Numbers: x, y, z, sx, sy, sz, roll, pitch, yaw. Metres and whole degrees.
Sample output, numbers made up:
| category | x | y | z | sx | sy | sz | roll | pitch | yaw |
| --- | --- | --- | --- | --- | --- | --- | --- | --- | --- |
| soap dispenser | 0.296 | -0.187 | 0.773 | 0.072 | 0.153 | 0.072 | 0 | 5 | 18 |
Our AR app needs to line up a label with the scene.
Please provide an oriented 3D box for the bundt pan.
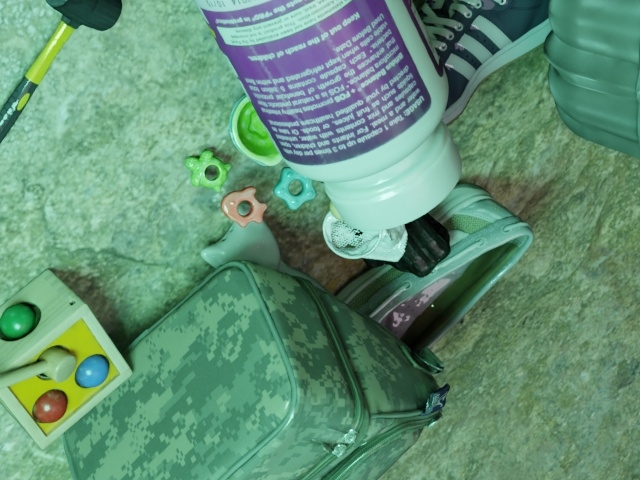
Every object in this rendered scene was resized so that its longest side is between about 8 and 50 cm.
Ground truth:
| category | x | y | z | sx | sy | sz | roll | pitch | yaw |
| --- | --- | --- | --- | --- | --- | --- | --- | --- | --- |
| bundt pan | 0.319 | -0.246 | 1.660 | 0.331 | 0.124 | 0.331 | -45 | 142 | -52 |

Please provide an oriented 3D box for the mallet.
| category | x | y | z | sx | sy | sz | roll | pitch | yaw |
| --- | --- | --- | --- | --- | --- | --- | --- | --- | --- |
| mallet | -0.243 | -0.144 | 1.355 | 0.190 | 0.039 | 0.062 | -50 | 140 | 3 |

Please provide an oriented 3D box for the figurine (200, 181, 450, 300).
| category | x | y | z | sx | sy | sz | roll | pitch | yaw |
| --- | --- | --- | --- | --- | --- | --- | --- | --- | --- |
| figurine | 0.000 | 0.000 | 1.646 | 0.215 | 0.092 | 0.209 | -47 | 130 | -7 |

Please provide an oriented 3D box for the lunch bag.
| category | x | y | z | sx | sy | sz | roll | pitch | yaw |
| --- | --- | --- | --- | --- | --- | --- | --- | --- | --- |
| lunch bag | -0.053 | 0.188 | 1.574 | 0.305 | 0.212 | 0.256 | -45 | 142 | 21 |

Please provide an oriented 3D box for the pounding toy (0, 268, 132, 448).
| category | x | y | z | sx | sy | sz | roll | pitch | yaw |
| --- | --- | --- | --- | --- | --- | --- | --- | --- | --- |
| pounding toy | -0.255 | 0.112 | 1.468 | 0.130 | 0.100 | 0.141 | -41 | 138 | -14 |

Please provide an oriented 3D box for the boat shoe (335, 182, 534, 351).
| category | x | y | z | sx | sy | sz | roll | pitch | yaw |
| --- | --- | --- | --- | --- | --- | --- | --- | --- | --- |
| boat shoe | 0.097 | 0.082 | 1.762 | 0.320 | 0.103 | 0.118 | -47 | 136 | -3 |

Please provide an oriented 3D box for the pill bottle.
| category | x | y | z | sx | sy | sz | roll | pitch | yaw |
| --- | --- | --- | --- | --- | --- | --- | --- | --- | --- |
| pill bottle | 0.011 | -0.160 | 1.424 | 0.169 | 0.169 | 0.301 | -39 | 122 | -15 |

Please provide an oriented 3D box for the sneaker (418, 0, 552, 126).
| category | x | y | z | sx | sy | sz | roll | pitch | yaw |
| --- | --- | --- | --- | --- | --- | --- | --- | --- | --- |
| sneaker | 0.130 | -0.219 | 1.588 | 0.282 | 0.099 | 0.153 | -38 | 142 | -26 |

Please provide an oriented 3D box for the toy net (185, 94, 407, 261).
| category | x | y | z | sx | sy | sz | roll | pitch | yaw |
| --- | --- | --- | --- | --- | --- | --- | --- | --- | --- |
| toy net | -0.010 | -0.039 | 1.554 | 0.232 | 0.045 | 0.122 | 38 | 85 | -18 |
